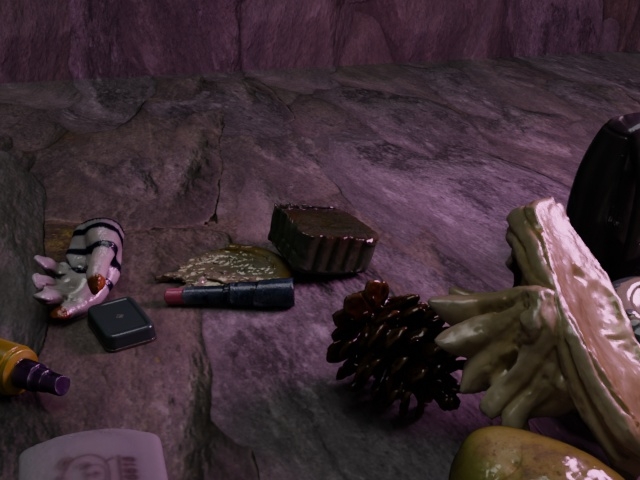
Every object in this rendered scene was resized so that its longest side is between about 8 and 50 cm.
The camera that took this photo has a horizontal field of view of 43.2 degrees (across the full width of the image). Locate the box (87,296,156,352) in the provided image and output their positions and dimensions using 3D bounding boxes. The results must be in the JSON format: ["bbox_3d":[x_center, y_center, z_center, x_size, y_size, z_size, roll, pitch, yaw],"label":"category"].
[{"bbox_3d":[-0.341,0.140,1.378,0.091,0.031,0.126,-14,30,-28],"label":"box"}]

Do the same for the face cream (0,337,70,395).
[{"bbox_3d":[-0.495,0.185,1.224,0.273,0.078,0.078,12,27,23],"label":"face cream"}]

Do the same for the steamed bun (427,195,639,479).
[{"bbox_3d":[0.298,0.142,1.098,0.247,0.189,0.428,15,46,-45],"label":"steamed bun"}]

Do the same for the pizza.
[{"bbox_3d":[-0.188,0.056,1.561,0.262,0.034,0.181,-8,27,-17],"label":"pizza"}]

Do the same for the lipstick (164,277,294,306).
[{"bbox_3d":[-0.164,0.100,1.458,0.234,0.053,0.053,-3,25,0],"label":"lipstick"}]

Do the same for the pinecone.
[{"bbox_3d":[0.119,0.164,1.177,0.212,0.168,0.185,23,-9,30],"label":"pinecone"}]

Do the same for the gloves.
[{"bbox_3d":[-0.434,0.061,1.467,0.140,0.131,0.218,6,56,7],"label":"gloves"}]

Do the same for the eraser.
[{"bbox_3d":[-0.251,0.330,0.909,0.174,0.094,0.270,-4,26,-16],"label":"eraser"}]

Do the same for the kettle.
[{"bbox_3d":[0.583,-0.074,1.520,0.228,0.324,0.321,8,26,14],"label":"kettle"}]

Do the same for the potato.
[{"bbox_3d":[0.252,0.309,0.902,0.228,0.148,0.197,12,14,19],"label":"potato"}]

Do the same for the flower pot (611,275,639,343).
[{"bbox_3d":[0.491,0.154,1.232,0.189,0.157,0.243,8,32,10],"label":"flower pot"}]

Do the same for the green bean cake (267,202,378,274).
[{"bbox_3d":[0.000,0.000,1.585,0.173,0.094,0.181,3,21,-27],"label":"green bean cake"}]
